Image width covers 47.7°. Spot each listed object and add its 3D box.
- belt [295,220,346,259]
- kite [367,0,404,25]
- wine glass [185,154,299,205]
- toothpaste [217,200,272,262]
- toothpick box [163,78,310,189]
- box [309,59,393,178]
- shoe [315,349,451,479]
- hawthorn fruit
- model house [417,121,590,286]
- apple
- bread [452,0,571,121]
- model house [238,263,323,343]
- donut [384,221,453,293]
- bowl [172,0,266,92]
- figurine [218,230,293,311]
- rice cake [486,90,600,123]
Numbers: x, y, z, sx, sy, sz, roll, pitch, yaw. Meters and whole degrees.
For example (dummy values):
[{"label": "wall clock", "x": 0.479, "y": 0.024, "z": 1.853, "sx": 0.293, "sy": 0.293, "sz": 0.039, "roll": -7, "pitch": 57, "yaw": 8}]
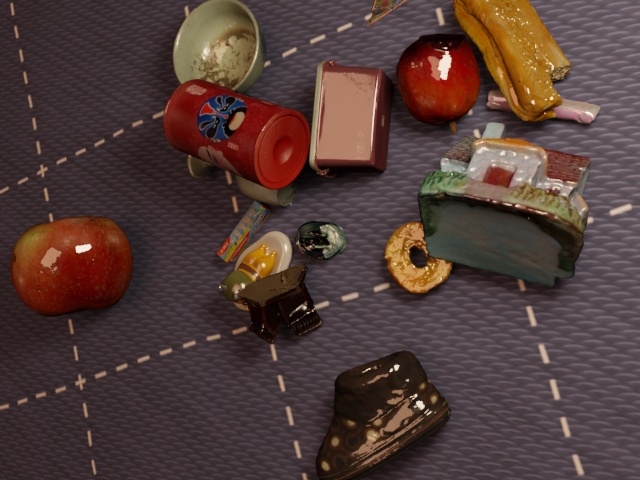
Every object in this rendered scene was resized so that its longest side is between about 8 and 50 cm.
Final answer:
[{"label": "belt", "x": 0.000, "y": 0.000, "z": 1.934, "sx": 0.140, "sy": 0.058, "sz": 0.105, "roll": -1, "pitch": 89, "yaw": 25}, {"label": "kite", "x": 0.173, "y": -0.659, "z": 1.928, "sx": 0.159, "sy": 0.010, "sz": 0.190, "roll": 19, "pitch": 93, "yaw": 27}, {"label": "wine glass", "x": -0.213, "y": -0.191, "z": 2.006, "sx": 0.321, "sy": 0.143, "sz": 0.143, "roll": 22, "pitch": 96, "yaw": 23}, {"label": "toothpaste", "x": -0.218, "y": -0.025, "z": 2.033, "sx": 0.044, "sy": 0.070, "sz": 0.193, "roll": 41, "pitch": 103, "yaw": 20}, {"label": "toothpick box", "x": -0.214, "y": -0.273, "z": 1.826, "sx": 0.333, "sy": 0.204, "sz": 0.204, "roll": 24, "pitch": 96, "yaw": 34}, {"label": "box", "x": 0.084, "y": -0.305, "z": 1.849, "sx": 0.167, "sy": 0.193, "sz": 0.294, "roll": 5, "pitch": 90, "yaw": 20}, {"label": "shoe", "x": 0.111, "y": 0.432, "z": 1.785, "sx": 0.384, "sy": 0.171, "sz": 0.237, "roll": -37, "pitch": 79, "yaw": 17}, {"label": "hawthorn fruit", "x": 0.293, "y": -0.379, "z": 1.749, "sx": 0.215, "sy": 0.215, "sz": 0.250, "roll": -22, "pitch": 99, "yaw": 22}, {"label": "model house", "x": 0.447, "y": -0.127, "z": 1.640, "sx": 0.360, "sy": 0.297, "sz": 0.339, "roll": 14, "pitch": 60, "yaw": 25}, {"label": "apple", "x": -0.725, "y": 0.077, "z": 2.124, "sx": 0.348, "sy": 0.348, "sz": 0.277, "roll": -9, "pitch": 89, "yaw": 25}, {"label": "bread", "x": 0.461, "y": -0.450, "z": 1.693, "sx": 0.380, "sy": 0.185, "sz": 0.109, "roll": 66, "pitch": 156, "yaw": 19}, {"label": "model house", "x": -0.102, "y": 0.181, "z": 1.914, "sx": 0.203, "sy": 0.141, "sz": 0.164, "roll": -19, "pitch": 117, "yaw": -11}, {"label": "donut", "x": 0.249, "y": 0.043, "z": 1.812, "sx": 0.162, "sy": 0.065, "sz": 0.178, "roll": -29, "pitch": 74, "yaw": 16}, {"label": "bowl", "x": -0.261, "y": -0.524, "z": 2.049, "sx": 0.289, "sy": 0.146, "sz": 0.289, "roll": -2, "pitch": 85, "yaw": 27}, {"label": "figurine", "x": -0.193, "y": 0.082, "z": 1.975, "sx": 0.166, "sy": 0.141, "sz": 0.250, "roll": 30, "pitch": 99, "yaw": 26}, {"label": "rice cake", "x": 0.521, "y": -0.319, "z": 1.715, "sx": 0.269, "sy": 0.049, "sz": 0.055, "roll": 16, "pitch": 93, "yaw": 25}]
